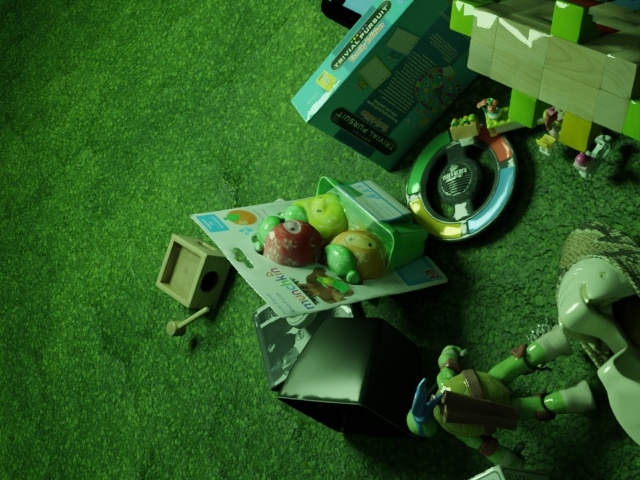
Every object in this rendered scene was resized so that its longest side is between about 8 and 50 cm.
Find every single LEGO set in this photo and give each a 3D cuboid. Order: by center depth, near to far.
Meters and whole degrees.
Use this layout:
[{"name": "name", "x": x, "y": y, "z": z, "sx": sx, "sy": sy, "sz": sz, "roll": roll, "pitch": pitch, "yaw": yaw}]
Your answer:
[{"name": "LEGO set", "x": 0.349, "y": 0.162, "z": 1.288, "sx": 0.054, "sy": 0.023, "sz": 0.083, "roll": -18, "pitch": 63, "yaw": 35}, {"name": "LEGO set", "x": 0.346, "y": -0.209, "z": 1.349, "sx": 0.287, "sy": 0.107, "sz": 0.132, "roll": 23, "pitch": 72, "yaw": 36}]

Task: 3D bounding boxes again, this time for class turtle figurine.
[{"name": "turtle figurine", "x": 0.273, "y": 0.248, "z": 1.262, "sx": 0.266, "sy": 0.274, "sz": 0.197, "roll": -22, "pitch": 39, "yaw": 9}]

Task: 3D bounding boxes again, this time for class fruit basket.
[{"name": "fruit basket", "x": 0.000, "y": 0.000, "z": 1.425, "sx": 0.327, "sy": 0.353, "sz": 0.165, "roll": 44, "pitch": 127, "yaw": 42}]

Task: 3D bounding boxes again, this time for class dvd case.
[{"name": "dvd case", "x": -0.028, "y": 0.167, "z": 1.609, "sx": 0.239, "sy": 0.030, "sz": 0.179, "roll": -34, "pitch": 54, "yaw": 26}]

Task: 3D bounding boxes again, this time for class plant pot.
[{"name": "plant pot", "x": 0.070, "y": 0.232, "z": 1.408, "sx": 0.187, "sy": 0.188, "sz": 0.167, "roll": -4, "pitch": 58, "yaw": 40}]

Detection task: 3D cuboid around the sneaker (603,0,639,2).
[{"name": "sneaker", "x": 0.490, "y": -0.459, "z": 1.303, "sx": 0.147, "sy": 0.130, "sz": 0.330, "roll": -40, "pitch": 66, "yaw": 51}]

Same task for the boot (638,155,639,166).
[{"name": "boot", "x": 0.560, "y": -0.113, "z": 1.014, "sx": 0.284, "sy": 0.377, "sz": 0.138, "roll": -29, "pitch": 88, "yaw": 23}]

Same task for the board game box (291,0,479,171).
[{"name": "board game box", "x": 0.148, "y": -0.311, "z": 1.486, "sx": 0.336, "sy": 0.254, "sz": 0.079, "roll": -47, "pitch": 49, "yaw": 17}]

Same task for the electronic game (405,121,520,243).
[{"name": "electronic game", "x": 0.251, "y": -0.105, "z": 1.458, "sx": 0.229, "sy": 0.048, "sz": 0.229, "roll": -16, "pitch": 63, "yaw": 36}]

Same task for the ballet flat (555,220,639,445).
[{"name": "ballet flat", "x": 0.431, "y": 0.154, "z": 1.101, "sx": 0.164, "sy": 0.182, "sz": 0.482, "roll": -59, "pitch": 43, "yaw": 39}]

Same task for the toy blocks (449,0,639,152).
[{"name": "toy blocks", "x": 0.417, "y": -0.282, "z": 1.208, "sx": 0.381, "sy": 0.261, "sz": 0.190, "roll": 37, "pitch": 137, "yaw": 42}]

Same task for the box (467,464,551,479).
[{"name": "box", "x": 0.302, "y": 0.463, "z": 1.115, "sx": 0.087, "sy": 0.169, "sz": 0.290, "roll": -37, "pitch": 52, "yaw": 25}]

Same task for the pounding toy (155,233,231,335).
[{"name": "pounding toy", "x": -0.273, "y": 0.116, "z": 1.805, "sx": 0.181, "sy": 0.094, "sz": 0.206, "roll": 27, "pitch": 102, "yaw": 38}]

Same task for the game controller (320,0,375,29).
[{"name": "game controller", "x": 0.132, "y": -0.479, "z": 1.634, "sx": 0.319, "sy": 0.067, "sz": 0.166, "roll": 40, "pitch": 101, "yaw": 42}]

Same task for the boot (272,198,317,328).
[{"name": "boot", "x": -0.065, "y": 0.041, "z": 1.588, "sx": 0.095, "sy": 0.123, "sz": 0.258, "roll": -29, "pitch": 43, "yaw": 32}]
